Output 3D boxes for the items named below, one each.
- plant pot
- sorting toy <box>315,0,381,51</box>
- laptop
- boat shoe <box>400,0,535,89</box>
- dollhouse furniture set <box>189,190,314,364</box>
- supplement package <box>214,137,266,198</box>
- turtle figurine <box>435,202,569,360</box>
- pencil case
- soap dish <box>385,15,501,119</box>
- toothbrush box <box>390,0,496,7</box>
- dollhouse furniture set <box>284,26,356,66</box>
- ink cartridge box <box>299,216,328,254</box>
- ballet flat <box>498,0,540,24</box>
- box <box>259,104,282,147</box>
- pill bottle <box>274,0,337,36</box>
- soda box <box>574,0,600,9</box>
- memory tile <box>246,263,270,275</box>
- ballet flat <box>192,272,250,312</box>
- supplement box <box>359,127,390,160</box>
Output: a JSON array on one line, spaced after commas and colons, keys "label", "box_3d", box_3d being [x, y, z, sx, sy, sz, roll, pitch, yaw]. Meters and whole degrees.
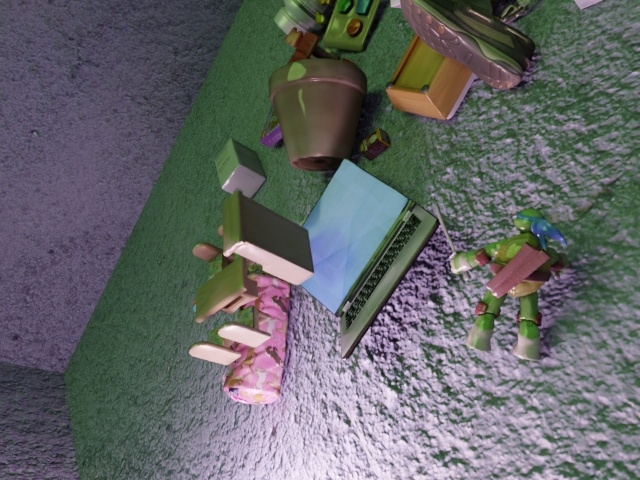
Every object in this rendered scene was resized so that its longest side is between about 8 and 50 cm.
[{"label": "plant pot", "box_3d": [-0.007, -0.381, 1.605, 0.323, 0.324, 0.280, -9, 80, 50]}, {"label": "sorting toy", "box_3d": [0.078, -0.842, 1.866, 0.307, 0.041, 0.228, 27, 103, 40]}, {"label": "laptop", "box_3d": [0.065, 0.020, 1.269, 0.381, 0.237, 0.408, -58, 5, 11]}, {"label": "boat shoe", "box_3d": [0.355, -0.512, 1.198, 0.130, 0.356, 0.132, -53, 0, -2]}, {"label": "dollhouse furniture set", "box_3d": [-0.251, 0.083, 1.379, 0.394, 0.257, 0.361, -35, 45, 29]}, {"label": "supplement package", "box_3d": [-0.343, -0.302, 2.101, 0.133, 0.139, 0.244, -49, 36, 20]}, {"label": "turtle figurine", "box_3d": [0.357, 0.072, 0.946, 0.275, 0.198, 0.265, -163, 81, -66]}, {"label": "pencil case", "box_3d": [-0.190, 0.294, 1.516, 0.160, 0.167, 0.385, -36, 41, 52]}, {"label": "soap dish", "box_3d": [0.323, -0.488, 1.362, 0.290, 0.118, 0.229, -62, 35, 6]}, {"label": "toothbrush box", "box_3d": [0.348, -0.686, 1.292, 0.206, 0.284, 0.122, 6, 103, 53]}, {"label": "dollhouse furniture set", "box_3d": [-0.043, -0.685, 1.887, 0.152, 0.201, 0.374, -56, 36, 14]}, {"label": "ink cartridge box", "box_3d": [0.000, 0.000, 1.525, 0.127, 0.072, 0.175, -34, 46, 38]}, {"label": "ballet flat", "box_3d": [0.502, -0.590, 1.259, 0.114, 0.041, 0.041, -30, 48, 39]}, {"label": "box", "box_3d": [-0.143, -0.542, 2.017, 0.201, 0.057, 0.293, -20, 49, 55]}, {"label": "pill bottle", "box_3d": [-0.020, -1.012, 2.054, 0.361, 0.204, 0.204, -46, 39, 25]}, {"label": "soda box", "box_3d": [0.643, -0.578, 1.041, 0.216, 0.069, 0.073, -7, 64, 50]}, {"label": "memory tile", "box_3d": [-0.231, 0.139, 1.728, 0.012, 0.113, 0.147, 89, 174, -52]}, {"label": "ballet flat", "box_3d": [-0.371, 0.169, 1.898, 0.342, 0.116, 0.124, -41, 22, 36]}, {"label": "supplement box", "box_3d": [0.166, -0.293, 1.513, 0.083, 0.043, 0.054, -37, 45, 35]}]
